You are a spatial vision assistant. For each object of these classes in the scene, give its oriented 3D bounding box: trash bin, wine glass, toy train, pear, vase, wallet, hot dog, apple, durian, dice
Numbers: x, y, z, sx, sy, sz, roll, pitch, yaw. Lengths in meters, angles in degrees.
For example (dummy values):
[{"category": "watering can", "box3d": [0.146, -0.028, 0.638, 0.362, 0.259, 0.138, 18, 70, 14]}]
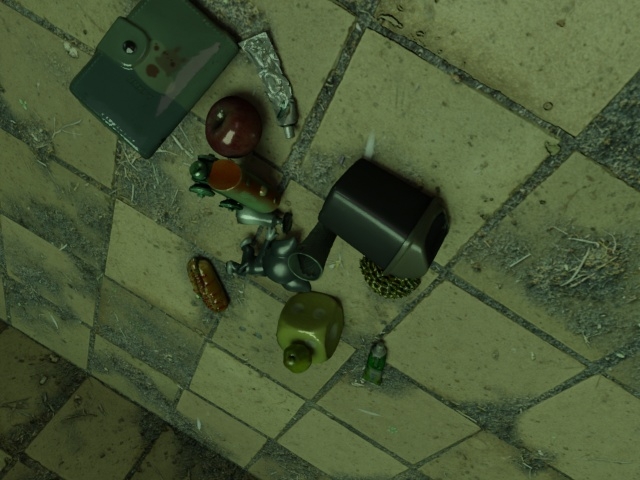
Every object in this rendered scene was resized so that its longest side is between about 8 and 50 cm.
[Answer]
[{"category": "trash bin", "box3d": [0.160, -0.050, 1.307, 0.290, 0.209, 0.182, 34, 138, 5]}, {"category": "wine glass", "box3d": [-0.164, -0.065, 1.563, 0.155, 0.072, 0.072, 14, 134, 18]}, {"category": "toy train", "box3d": [-0.219, -0.141, 1.421, 0.177, 0.116, 0.285, 11, 172, 22]}, {"category": "pear", "box3d": [-0.070, 0.357, 1.632, 0.092, 0.097, 0.092, 3, 97, 22]}, {"category": "vase", "box3d": [0.000, 0.000, 1.424, 0.096, 0.219, 0.096, 15, 134, 16]}, {"category": "wallet", "box3d": [-0.390, -0.400, 1.251, 0.252, 0.083, 0.360, 40, 94, -10]}, {"category": "hot dog", "box3d": [-0.405, 0.160, 1.897, 0.104, 0.076, 0.250, 5, 133, 26]}, {"category": "apple", "box3d": [-0.215, -0.279, 1.347, 0.153, 0.153, 0.120, -13, 161, 37]}, {"category": "durian", "box3d": [0.195, 0.085, 1.467, 0.187, 0.119, 0.108, 31, 140, 2]}, {"category": "dice", "box3d": [-0.032, 0.279, 1.728, 0.169, 0.169, 0.166, 10, 131, 21]}]

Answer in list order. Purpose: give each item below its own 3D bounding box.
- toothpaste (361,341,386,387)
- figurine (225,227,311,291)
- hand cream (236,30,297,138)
[{"category": "toothpaste", "box3d": [0.186, 0.423, 1.830, 0.078, 0.047, 0.248, 21, 137, 14]}, {"category": "figurine", "box3d": [-0.164, 0.057, 1.630, 0.265, 0.140, 0.193, -3, 111, 2]}, {"category": "hand cream", "box3d": [-0.109, -0.363, 1.285, 0.084, 0.050, 0.257, -7, 121, 29]}]
